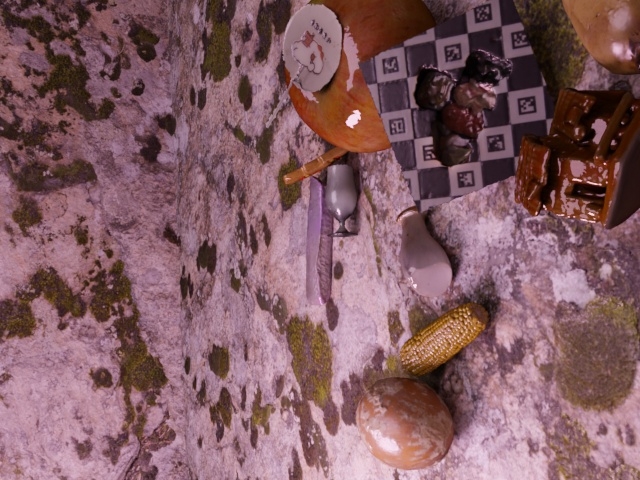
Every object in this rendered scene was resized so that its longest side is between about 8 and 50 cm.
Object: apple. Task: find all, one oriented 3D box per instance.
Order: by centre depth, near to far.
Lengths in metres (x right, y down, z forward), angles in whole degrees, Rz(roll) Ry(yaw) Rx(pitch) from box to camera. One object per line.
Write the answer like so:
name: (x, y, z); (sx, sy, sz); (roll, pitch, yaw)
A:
apple: (0.111, -0.419, 1.432); (0.401, 0.334, 0.399); (18, 116, 43)

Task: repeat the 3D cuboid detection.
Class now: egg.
egg: (0.189, 0.411, 1.342); (0.245, 0.204, 0.203); (9, 96, 55)

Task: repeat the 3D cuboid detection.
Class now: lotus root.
lotus root: (0.488, -0.374, 0.953); (0.160, 0.146, 0.284); (103, 161, -56)

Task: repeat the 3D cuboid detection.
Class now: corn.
corn: (0.269, 0.222, 1.328); (0.260, 0.091, 0.091); (-47, 67, 42)

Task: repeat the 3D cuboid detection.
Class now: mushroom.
mushroom: (0.236, 0.025, 1.409); (0.116, 0.093, 0.225); (-39, 43, 25)

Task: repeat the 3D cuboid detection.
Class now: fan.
fan: (-0.052, -0.380, 1.361); (0.190, 0.009, 0.329); (54, 130, 24)

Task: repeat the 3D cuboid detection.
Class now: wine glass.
wine glass: (0.059, -0.113, 1.703); (0.093, 0.093, 0.202); (-14, 77, 58)

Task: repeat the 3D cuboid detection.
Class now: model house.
model house: (0.424, -0.146, 0.976); (0.229, 0.220, 0.199); (14, 115, 47)

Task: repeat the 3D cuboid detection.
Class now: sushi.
sushi: (0.288, -0.268, 1.201); (0.320, 0.069, 0.339); (-23, 87, 22)

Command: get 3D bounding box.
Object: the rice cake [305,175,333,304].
rice cake: (0.000, 0.001, 1.822); (0.070, 0.064, 0.398); (1, 89, 50)

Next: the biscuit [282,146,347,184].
biscuit: (0.002, -0.224, 1.742); (0.239, 0.212, 0.041); (-23, 94, 43)
